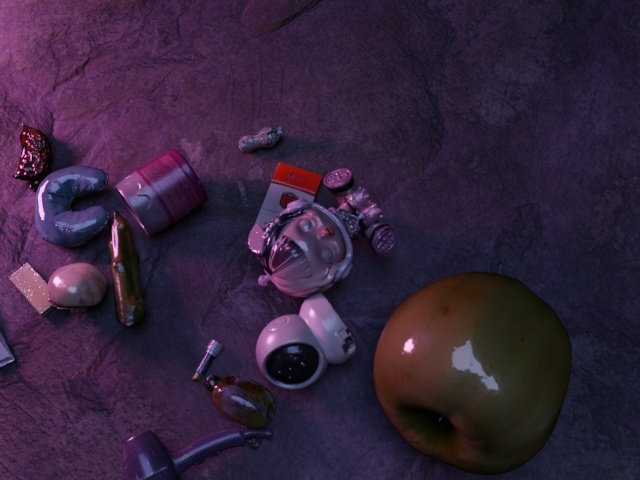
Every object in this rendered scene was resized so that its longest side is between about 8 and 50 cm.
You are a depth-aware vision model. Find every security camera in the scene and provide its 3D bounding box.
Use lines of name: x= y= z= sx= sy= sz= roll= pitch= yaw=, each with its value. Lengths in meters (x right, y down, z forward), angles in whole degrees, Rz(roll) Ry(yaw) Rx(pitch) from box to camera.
security camera: x=-0.051 y=0.265 z=1.712 sx=0.236 sy=0.194 sz=0.194 roll=-29 pitch=72 yaw=-10

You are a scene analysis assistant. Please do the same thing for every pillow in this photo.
pillow: x=-0.684 y=-0.094 z=1.870 sx=0.214 sy=0.086 sz=0.233 roll=-12 pitch=68 yaw=2

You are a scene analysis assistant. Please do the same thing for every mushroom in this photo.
mushroom: x=-0.634 y=0.129 z=1.779 sx=0.154 sy=0.122 sz=0.154 roll=3 pitch=26 yaw=-1

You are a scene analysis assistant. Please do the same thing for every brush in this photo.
brush: x=-0.222 y=-0.137 z=1.956 sx=0.016 sy=0.013 sz=0.083 roll=-15 pitch=68 yaw=-6

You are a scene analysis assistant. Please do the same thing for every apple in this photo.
apple: x=0.356 y=0.294 z=1.586 sx=0.474 sy=0.473 sz=0.473 roll=1 pitch=68 yaw=-2

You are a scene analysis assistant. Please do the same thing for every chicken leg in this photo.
chicken leg: x=-0.821 y=-0.240 z=1.944 sx=0.105 sy=0.063 sz=0.234 roll=0 pitch=66 yaw=-8

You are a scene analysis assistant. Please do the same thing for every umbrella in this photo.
umbrella: x=-0.173 y=-0.298 z=1.997 sx=0.143 sy=0.067 sz=0.062 roll=-20 pitch=41 yaw=-4

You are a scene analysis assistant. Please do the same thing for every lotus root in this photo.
lotus root: x=-0.204 y=0.395 z=1.703 sx=0.192 sy=0.088 sz=0.113 roll=25 pitch=45 yaw=8

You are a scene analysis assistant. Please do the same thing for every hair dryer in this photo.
hair dryer: x=-0.272 y=0.555 z=1.638 sx=0.361 sy=0.121 sz=0.301 roll=-23 pitch=80 yaw=-17

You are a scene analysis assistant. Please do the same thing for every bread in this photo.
bread: x=-0.763 y=0.131 z=1.815 sx=0.154 sy=0.028 sz=0.068 roll=42 pitch=72 yaw=14

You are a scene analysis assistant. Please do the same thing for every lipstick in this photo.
lipstick: x=-0.296 y=0.315 z=1.760 sx=0.037 sy=0.037 sz=0.116 roll=27 pitch=73 yaw=8

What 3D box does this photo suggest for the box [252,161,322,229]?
box: x=-0.095 y=-0.097 z=1.933 sx=0.139 sy=0.035 sz=0.245 roll=19 pitch=69 yaw=5

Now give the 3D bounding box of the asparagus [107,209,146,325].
asparagus: x=-0.524 y=0.081 z=1.819 sx=0.082 sy=0.085 sz=0.343 roll=-18 pitch=64 yaw=3

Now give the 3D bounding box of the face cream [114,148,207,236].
face cream: x=-0.434 y=-0.130 z=1.856 sx=0.195 sy=0.175 sz=0.175 roll=-36 pitch=74 yaw=-17

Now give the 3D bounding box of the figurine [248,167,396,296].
figurine: x=0.006 y=0.007 z=1.784 sx=0.361 sy=0.211 sz=0.253 roll=-34 pitch=70 yaw=-23

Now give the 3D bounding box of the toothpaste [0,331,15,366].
toothpaste: x=-0.858 y=0.235 z=1.767 sx=0.056 sy=0.036 sz=0.205 roll=-25 pitch=75 yaw=-14
